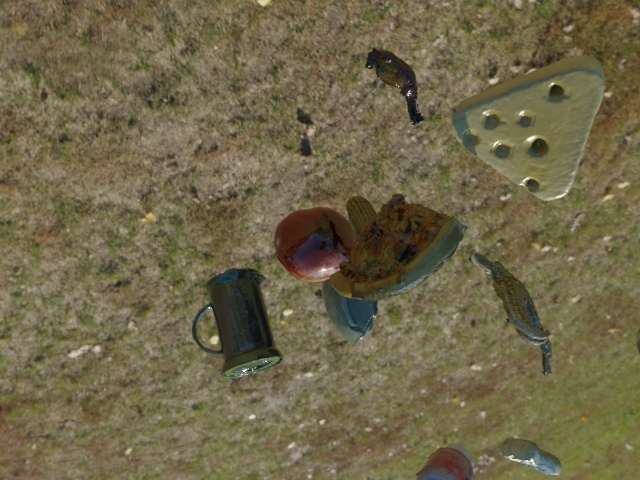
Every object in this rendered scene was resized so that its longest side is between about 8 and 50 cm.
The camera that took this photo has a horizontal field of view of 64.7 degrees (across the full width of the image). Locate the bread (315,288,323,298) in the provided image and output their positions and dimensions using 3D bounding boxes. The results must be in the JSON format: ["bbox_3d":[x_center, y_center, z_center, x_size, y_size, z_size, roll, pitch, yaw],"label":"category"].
[{"bbox_3d":[0.022,0.234,2.182,0.083,0.047,0.036,8,107,16],"label":"bread"}]

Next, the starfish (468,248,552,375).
[{"bbox_3d":[0.491,0.166,1.258,0.082,0.324,0.432,-34,148,12],"label":"starfish"}]

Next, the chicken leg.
[{"bbox_3d":[0.226,-0.445,1.439,0.106,0.051,0.253,-28,102,47],"label":"chicken leg"}]

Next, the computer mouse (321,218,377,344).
[{"bbox_3d":[0.082,0.141,1.724,0.145,0.429,0.228,1,172,-21],"label":"computer mouse"}]

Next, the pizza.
[{"bbox_3d":[0.136,0.004,0.995,0.086,0.226,0.335,25,144,-31],"label":"pizza"}]

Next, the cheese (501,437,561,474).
[{"bbox_3d":[0.401,0.411,0.956,0.065,0.043,0.194,-8,149,37],"label":"cheese"}]

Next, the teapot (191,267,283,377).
[{"bbox_3d":[-0.283,0.261,1.639,0.270,0.337,0.200,-17,158,-1],"label":"teapot"}]

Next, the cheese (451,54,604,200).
[{"bbox_3d":[0.532,-0.305,1.357,0.384,0.104,0.384,15,134,16],"label":"cheese"}]

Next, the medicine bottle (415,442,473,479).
[{"bbox_3d":[0.393,0.718,1.552,0.147,0.147,0.247,-47,160,22],"label":"medicine bottle"}]

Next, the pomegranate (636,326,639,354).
[{"bbox_3d":[0.723,0.233,1.001,0.156,0.220,0.156,-1,161,0],"label":"pomegranate"}]

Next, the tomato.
[{"bbox_3d":[0.000,0.000,1.356,0.233,0.200,0.139,-11,166,-20],"label":"tomato"}]

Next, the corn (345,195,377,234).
[{"bbox_3d":[0.121,-0.040,1.275,0.068,0.207,0.068,-15,138,-14],"label":"corn"}]
